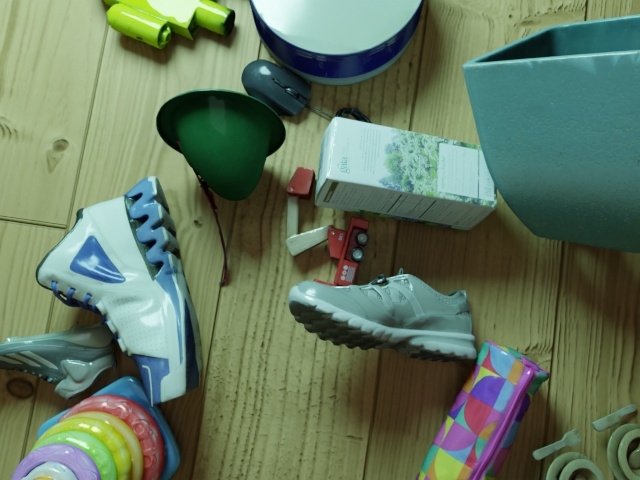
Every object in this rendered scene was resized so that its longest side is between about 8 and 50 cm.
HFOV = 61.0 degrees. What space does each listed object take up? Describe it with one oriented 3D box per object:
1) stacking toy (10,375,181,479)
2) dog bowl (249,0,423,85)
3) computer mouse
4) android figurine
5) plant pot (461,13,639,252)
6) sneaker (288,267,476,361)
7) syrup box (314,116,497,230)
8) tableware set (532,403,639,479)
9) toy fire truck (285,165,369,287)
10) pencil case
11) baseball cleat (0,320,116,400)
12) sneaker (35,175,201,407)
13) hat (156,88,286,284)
[{"bbox_3d":[-0.299,0.283,0.646,0.175,0.302,0.166,-30,84,-3],"label":"stacking toy"},{"bbox_3d":[0.024,-0.377,0.812,0.265,0.104,0.265,0,83,1],"label":"dog bowl"},{"bbox_3d":[-0.014,-0.204,0.825,0.242,0.041,0.071,28,84,3],"label":"computer mouse"},{"bbox_3d":[-0.246,-0.427,0.849,0.273,0.056,0.248,25,85,2],"label":"android figurine"},{"bbox_3d":[0.358,-0.131,0.684,0.248,0.247,0.252,-31,120,-35],"label":"plant pot"},{"bbox_3d":[0.087,0.092,0.750,0.281,0.105,0.115,17,67,-23],"label":"sneaker"},{"bbox_3d":[0.116,-0.088,0.756,0.237,0.096,0.093,9,70,-7],"label":"syrup box"},{"bbox_3d":[0.393,0.313,0.734,0.194,0.039,0.128,-17,83,-18],"label":"tableware set"},{"bbox_3d":[0.000,0.000,0.799,0.135,0.047,0.192,16,85,3],"label":"toy fire truck"},{"bbox_3d":[0.220,0.258,0.741,0.104,0.104,0.236,26,84,4],"label":"pencil case"},{"bbox_3d":[-0.398,0.180,0.775,0.206,0.072,0.109,-11,83,1],"label":"baseball cleat"},{"bbox_3d":[-0.280,0.079,0.756,0.182,0.127,0.315,-14,77,-5],"label":"sneaker"},{"bbox_3d":[-0.128,-0.069,0.733,0.173,0.208,0.183,-13,65,25],"label":"hat"}]
